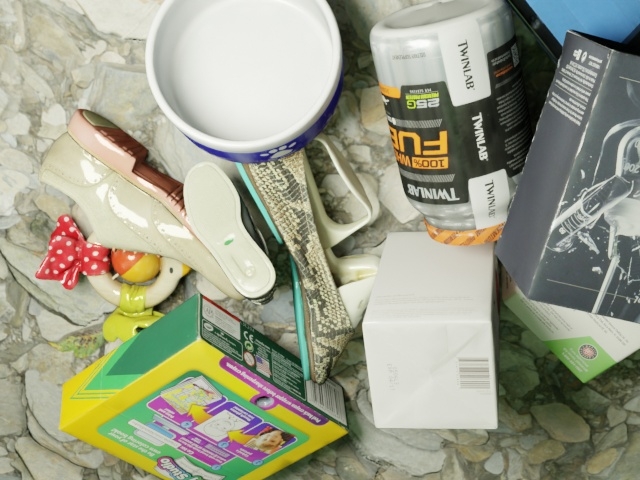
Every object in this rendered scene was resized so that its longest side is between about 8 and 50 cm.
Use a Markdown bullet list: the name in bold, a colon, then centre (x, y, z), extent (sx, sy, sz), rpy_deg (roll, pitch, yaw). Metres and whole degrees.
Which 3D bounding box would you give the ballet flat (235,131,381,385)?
- **ballet flat**: centre (0.000, 0.000, 1.480), extent (0.182, 0.164, 0.482), rpy_deg (-16, 110, 2)

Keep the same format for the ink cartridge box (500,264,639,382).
- **ink cartridge box**: centre (0.437, 0.052, 1.436), extent (0.273, 0.115, 0.198), rpy_deg (-39, 104, 24)

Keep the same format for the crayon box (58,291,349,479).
- **crayon box**: centre (-0.187, 0.276, 1.595), extent (0.313, 0.106, 0.363), rpy_deg (-32, 131, 24)

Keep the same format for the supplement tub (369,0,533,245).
- **supplement tub**: centre (0.192, -0.165, 1.332), extent (0.194, 0.193, 0.316), rpy_deg (-10, 113, 15)

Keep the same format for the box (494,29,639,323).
- **box**: centre (0.440, -0.061, 1.207), extent (0.343, 0.179, 0.312), rpy_deg (12, 109, -8)

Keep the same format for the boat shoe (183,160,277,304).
- **boat shoe**: centre (-0.133, -0.010, 1.415), extent (0.084, 0.079, 0.233), rpy_deg (-30, 72, 2)

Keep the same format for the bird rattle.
- **bird rattle**: centre (-0.329, 0.041, 1.597), extent (0.207, 0.143, 0.253), rpy_deg (-40, 90, 13)

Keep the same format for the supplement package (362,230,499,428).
- **supplement package**: centre (0.174, 0.121, 1.417), extent (0.175, 0.293, 0.177), rpy_deg (-3, 115, 12)

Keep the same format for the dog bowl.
- **dog bowl**: centre (-0.099, -0.243, 1.327), extent (0.265, 0.104, 0.265), rpy_deg (-1, 81, 5)

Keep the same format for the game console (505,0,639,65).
- **game console**: centre (0.380, -0.362, 1.203), extent (0.293, 0.173, 0.250), rpy_deg (46, 141, -13)

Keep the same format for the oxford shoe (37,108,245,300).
- **oxford shoe**: centre (-0.261, -0.027, 1.503), extent (0.397, 0.140, 0.146), rpy_deg (42, 101, 1)
